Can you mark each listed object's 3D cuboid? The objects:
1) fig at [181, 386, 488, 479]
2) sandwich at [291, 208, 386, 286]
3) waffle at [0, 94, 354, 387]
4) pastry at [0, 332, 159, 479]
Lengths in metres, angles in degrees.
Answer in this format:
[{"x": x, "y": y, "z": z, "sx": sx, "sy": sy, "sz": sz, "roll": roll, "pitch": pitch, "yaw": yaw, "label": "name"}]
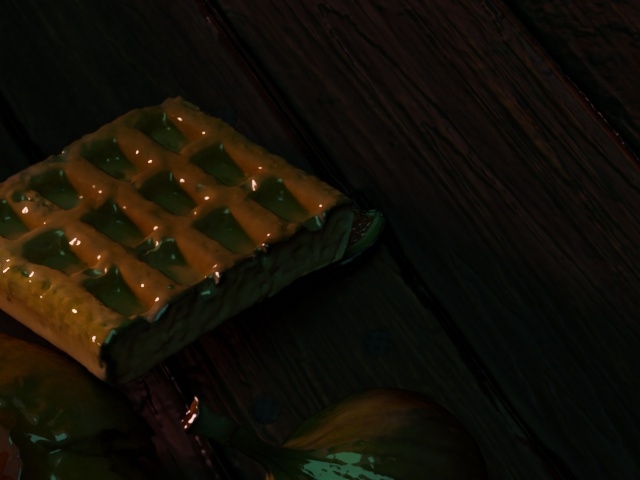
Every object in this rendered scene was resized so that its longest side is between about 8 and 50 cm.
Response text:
[{"x": 0.000, "y": 0.170, "z": 1.251, "sx": 0.231, "sy": 0.143, "sz": 0.160, "roll": 9, "pitch": 64, "yaw": -17, "label": "fig"}, {"x": 0.004, "y": 0.001, "z": 1.432, "sx": 0.101, "sy": 0.026, "sz": 0.069, "roll": -36, "pitch": 57, "yaw": -14, "label": "sandwich"}, {"x": -0.135, "y": -0.007, "z": 1.385, "sx": 0.248, "sy": 0.055, "sz": 0.221, "roll": -31, "pitch": 45, "yaw": -32, "label": "waffle"}, {"x": -0.276, "y": 0.220, "z": 1.284, "sx": 0.356, "sy": 0.164, "sz": 0.356, "roll": -2, "pitch": 63, "yaw": 3, "label": "pastry"}]
